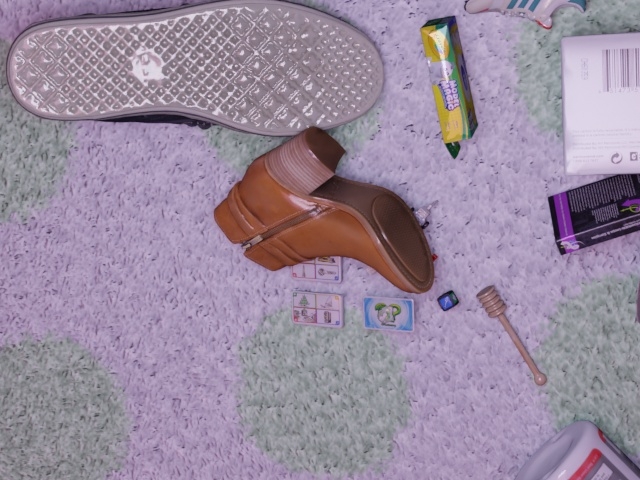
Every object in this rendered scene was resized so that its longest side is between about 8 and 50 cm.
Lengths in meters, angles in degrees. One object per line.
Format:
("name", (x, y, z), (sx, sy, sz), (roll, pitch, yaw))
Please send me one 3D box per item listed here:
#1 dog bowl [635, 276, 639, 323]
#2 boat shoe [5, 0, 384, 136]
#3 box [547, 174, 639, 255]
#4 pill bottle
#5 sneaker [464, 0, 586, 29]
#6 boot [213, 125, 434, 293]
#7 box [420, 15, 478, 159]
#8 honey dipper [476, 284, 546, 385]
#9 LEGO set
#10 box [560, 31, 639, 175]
("dog bowl", (0.592, 0.088, 1.880), (0.349, 0.102, 0.349), (4, 99, 28))
("boat shoe", (-0.165, -0.236, 1.957), (0.500, 0.156, 0.187), (-1, 102, -5))
("box", (0.386, -0.043, 1.922), (0.162, 0.116, 0.029), (-19, 119, 15))
("pill bottle", (0.412, 0.399, 2.006), (0.283, 0.161, 0.161), (45, 107, -3))
("sneaker", (0.271, -0.308, 1.905), (0.161, 0.057, 0.075), (-15, 95, 10))
("boot", (0.000, 0.000, 1.983), (0.283, 0.109, 0.220), (43, 129, -12))
("box", (0.173, -0.203, 1.925), (0.043, 0.105, 0.179), (-8, 103, 13))
("honey dipper", (0.272, 0.136, 2.036), (0.030, 0.030, 0.160), (-30, 101, 16))
("LEGO set", (0.078, 0.035, 2.043), (0.244, 0.060, 0.182), (3, 105, 21))
("box", (0.403, -0.175, 1.866), (0.181, 0.119, 0.182), (-2, 95, 14))
